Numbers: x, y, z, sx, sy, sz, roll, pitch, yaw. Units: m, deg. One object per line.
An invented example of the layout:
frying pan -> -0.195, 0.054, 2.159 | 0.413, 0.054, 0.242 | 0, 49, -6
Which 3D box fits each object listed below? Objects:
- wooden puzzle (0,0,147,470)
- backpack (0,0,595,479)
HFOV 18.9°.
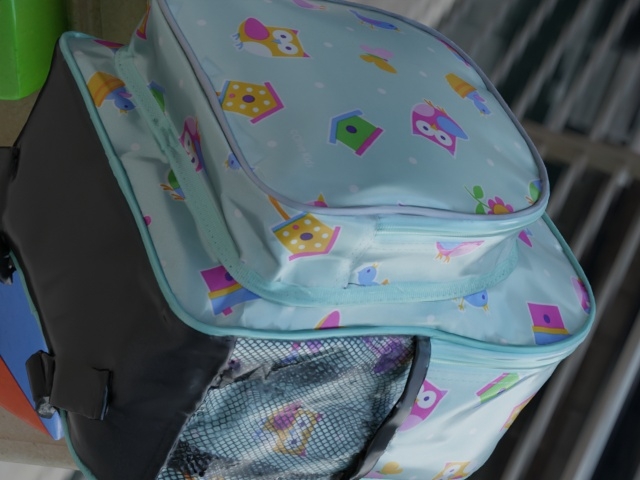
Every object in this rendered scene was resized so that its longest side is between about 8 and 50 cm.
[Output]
wooden puzzle -> -0.215, -0.047, 0.840 | 0.080, 0.347, 0.322 | -40, 132, -59
backpack -> 0.000, 0.000, 0.662 | 0.188, 0.166, 0.144 | 14, 122, -38
